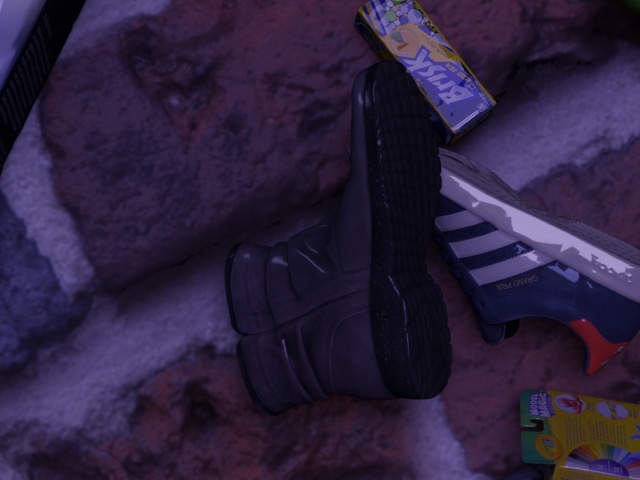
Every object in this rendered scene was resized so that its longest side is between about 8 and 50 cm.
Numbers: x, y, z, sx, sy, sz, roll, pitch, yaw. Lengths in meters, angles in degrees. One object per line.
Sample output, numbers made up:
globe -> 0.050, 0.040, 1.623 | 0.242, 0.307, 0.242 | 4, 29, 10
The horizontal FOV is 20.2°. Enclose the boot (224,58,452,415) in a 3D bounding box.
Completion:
boot -> 0.000, 0.000, 1.753 | 0.222, 0.118, 0.338 | -6, 83, 33

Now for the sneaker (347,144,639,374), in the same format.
sneaker -> 0.163, 0.016, 1.814 | 0.350, 0.131, 0.148 | 30, 105, 15

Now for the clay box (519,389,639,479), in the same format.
clay box -> 0.303, 0.215, 1.775 | 0.222, 0.127, 0.053 | 9, 121, 0

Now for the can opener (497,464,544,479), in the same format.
can opener -> 0.114, 0.321, 1.781 | 0.280, 0.074, 0.093 | -32, 116, -7

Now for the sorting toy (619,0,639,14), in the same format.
sorting toy -> 0.354, -0.224, 1.880 | 0.365, 0.126, 0.127 | 29, 43, 7

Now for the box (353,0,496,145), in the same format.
box -> 0.109, -0.185, 1.880 | 0.059, 0.054, 0.169 | -36, 82, -9

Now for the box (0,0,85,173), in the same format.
box -> -0.408, -0.256, 1.808 | 0.296, 0.183, 0.294 | 24, 77, 2
